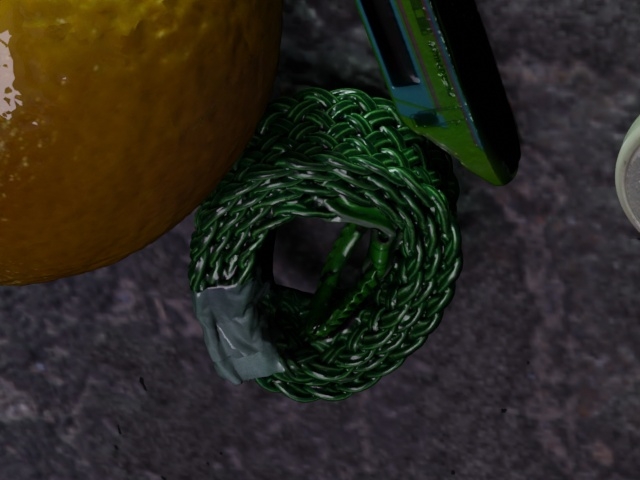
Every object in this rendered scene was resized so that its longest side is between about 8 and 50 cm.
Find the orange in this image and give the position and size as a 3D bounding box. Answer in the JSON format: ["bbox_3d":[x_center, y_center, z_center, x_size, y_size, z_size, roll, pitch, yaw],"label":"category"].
[{"bbox_3d":[-0.127,-0.089,0.806,0.236,0.236,0.236,12,127,17],"label":"orange"}]

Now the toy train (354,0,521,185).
[{"bbox_3d":[0.032,-0.113,0.826,0.042,0.044,0.209,-7,119,28],"label":"toy train"}]

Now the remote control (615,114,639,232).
[{"bbox_3d":[0.214,-0.058,0.783,0.221,0.042,0.078,-31,105,36],"label":"remote control"}]

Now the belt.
[{"bbox_3d":[0.000,0.000,0.892,0.121,0.079,0.151,10,127,-8],"label":"belt"}]
